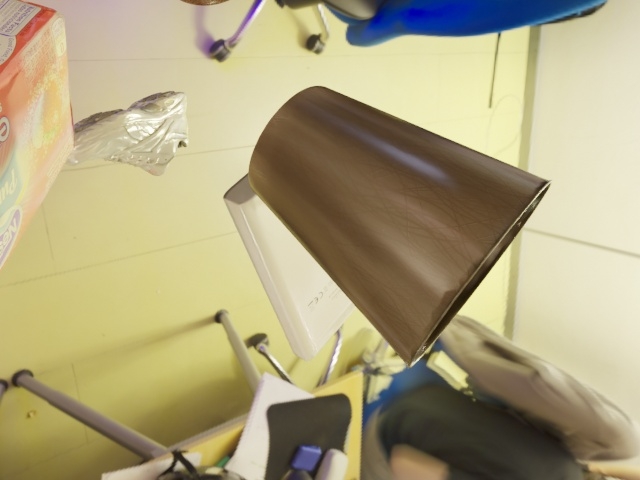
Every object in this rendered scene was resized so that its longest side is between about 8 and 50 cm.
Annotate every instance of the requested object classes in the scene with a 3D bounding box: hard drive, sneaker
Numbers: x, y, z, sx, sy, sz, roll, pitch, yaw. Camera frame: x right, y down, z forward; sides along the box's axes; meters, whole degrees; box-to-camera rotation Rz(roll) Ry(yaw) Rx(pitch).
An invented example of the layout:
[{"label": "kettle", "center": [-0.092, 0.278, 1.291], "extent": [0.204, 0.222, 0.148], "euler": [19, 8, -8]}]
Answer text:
[{"label": "hard drive", "center": [0.000, 0.000, 0.826], "extent": [0.233, 0.047, 0.353], "euler": [-46, 141, -26]}, {"label": "sneaker", "center": [-0.269, -0.141, 0.791], "extent": [0.232, 0.090, 0.115], "euler": [-40, 124, -47]}]

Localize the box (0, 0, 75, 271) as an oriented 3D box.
[{"label": "box", "center": [-0.288, -0.038, 0.344], "extent": [0.154, 0.300, 0.142], "euler": [11, 137, -8]}]

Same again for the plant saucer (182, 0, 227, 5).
[{"label": "plant saucer", "center": [-0.149, -0.399, 0.720], "extent": [0.168, 0.168, 0.029], "euler": [-65, 166, -4]}]

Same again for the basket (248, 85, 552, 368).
[{"label": "basket", "center": [0.055, -0.032, 0.506], "extent": [0.204, 0.227, 0.154], "euler": [-53, 161, -1]}]
